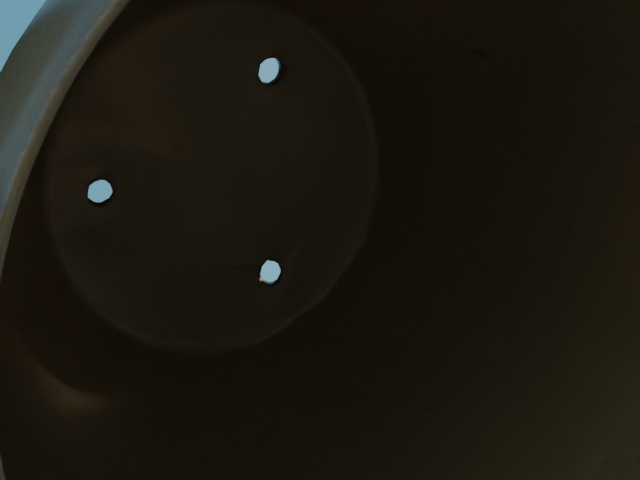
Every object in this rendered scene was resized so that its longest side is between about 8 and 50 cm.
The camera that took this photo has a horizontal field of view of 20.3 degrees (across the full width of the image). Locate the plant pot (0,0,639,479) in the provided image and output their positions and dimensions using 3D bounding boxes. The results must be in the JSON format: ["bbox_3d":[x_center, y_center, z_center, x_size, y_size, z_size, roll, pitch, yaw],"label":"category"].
[{"bbox_3d":[0.000,0.000,0.586,0.284,0.191,0.284,-8,-73,-26],"label":"plant pot"}]
